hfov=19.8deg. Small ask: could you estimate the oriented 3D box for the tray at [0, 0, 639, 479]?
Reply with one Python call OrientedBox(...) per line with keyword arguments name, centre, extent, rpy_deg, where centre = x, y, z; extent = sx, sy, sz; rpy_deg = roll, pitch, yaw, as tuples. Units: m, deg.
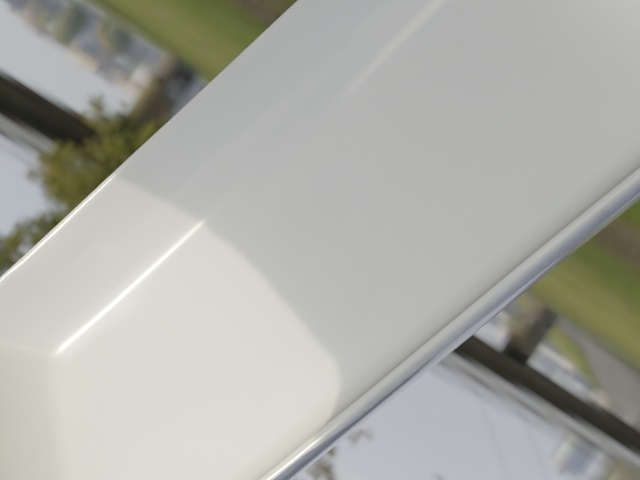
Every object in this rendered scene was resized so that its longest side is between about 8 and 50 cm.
OrientedBox(name="tray", centre=(0.000, 0.000, 0.482), extent=(0.030, 0.270, 0.145), rpy_deg=(34, -154, -36))
